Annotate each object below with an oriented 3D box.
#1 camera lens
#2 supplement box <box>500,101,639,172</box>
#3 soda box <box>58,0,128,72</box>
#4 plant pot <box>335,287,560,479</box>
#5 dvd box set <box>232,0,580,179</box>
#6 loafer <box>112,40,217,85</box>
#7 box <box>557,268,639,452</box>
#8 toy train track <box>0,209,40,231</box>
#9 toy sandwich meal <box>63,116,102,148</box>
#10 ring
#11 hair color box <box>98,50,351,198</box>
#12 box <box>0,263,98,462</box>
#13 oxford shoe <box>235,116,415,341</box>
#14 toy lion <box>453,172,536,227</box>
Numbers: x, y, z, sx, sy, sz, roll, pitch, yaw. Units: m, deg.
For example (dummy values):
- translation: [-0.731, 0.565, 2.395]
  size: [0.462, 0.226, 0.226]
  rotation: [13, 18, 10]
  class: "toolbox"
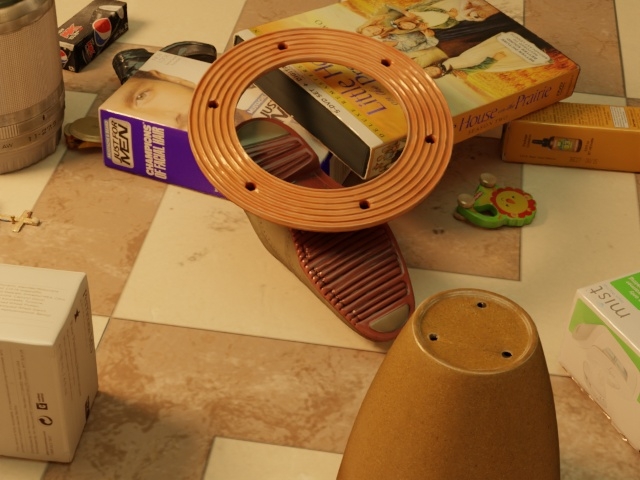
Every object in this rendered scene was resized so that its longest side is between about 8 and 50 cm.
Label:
- translation: [-0.478, -0.259, 1.638]
  size: [0.219, 0.274, 0.219]
  rotation: [2, 39, -2]
  class: "camera lens"
- translation: [0.388, -0.157, 1.725]
  size: [0.233, 0.078, 0.080]
  rotation: [4, 38, 0]
  class: "supplement box"
- translation: [-0.385, -0.344, 1.929]
  size: [0.060, 0.053, 0.169]
  rotation: [16, 41, 16]
  class: "soda box"
- translation: [0.137, 0.181, 1.143]
  size: [0.237, 0.254, 0.237]
  rotation: [2, 40, -1]
  class: "plant pot"
- translation: [0.126, -0.254, 1.683]
  size: [0.420, 0.062, 0.307]
  rotation: [-23, 51, -33]
  class: "dvd box set"
- translation: [-0.244, -0.275, 1.857]
  size: [0.170, 0.062, 0.061]
  rotation: [-14, 63, -15]
  class: "loafer"
- translation: [0.442, 0.148, 1.309]
  size: [0.231, 0.126, 0.262]
  rotation: [-14, 42, -23]
  class: "box"
- translation: [-0.421, -0.034, 1.567]
  size: [0.083, 0.014, 0.048]
  rotation: [8, 39, 8]
  class: "toy train track"
- translation: [-0.337, -0.155, 1.716]
  size: [0.086, 0.029, 0.085]
  rotation: [9, 30, -5]
  class: "toy sandwich meal"
- translation: [0.001, -0.142, 1.466]
  size: [0.337, 0.032, 0.336]
  rotation: [3, 54, -4]
  class: "ring"
- translation: [-0.124, -0.155, 1.666]
  size: [0.339, 0.110, 0.185]
  rotation: [14, 40, 16]
  class: "hair color box"
- translation: [-0.343, 0.127, 1.236]
  size: [0.182, 0.181, 0.119]
  rotation: [6, 39, 4]
  class: "box"
- translation: [0.000, 0.000, 1.470]
  size: [0.123, 0.130, 0.348]
  rotation: [-24, 63, -21]
  class: "oxford shoe"
- translation: [0.249, -0.048, 1.619]
  size: [0.096, 0.034, 0.100]
  rotation: [32, 46, 21]
  class: "toy lion"
